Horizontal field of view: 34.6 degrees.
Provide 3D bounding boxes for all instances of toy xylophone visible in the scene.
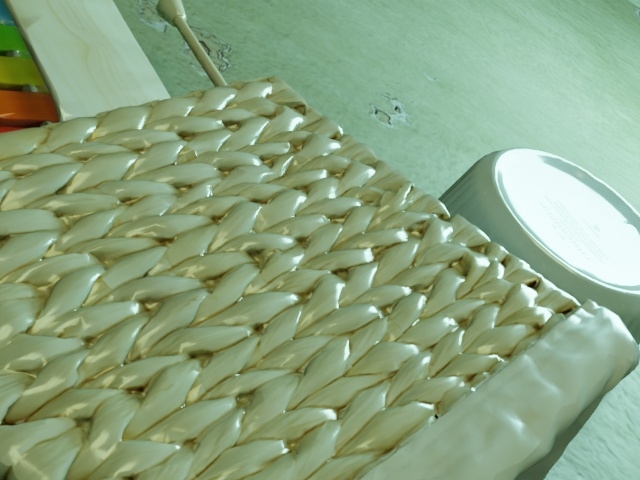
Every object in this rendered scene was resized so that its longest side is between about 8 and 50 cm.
[{"bbox_3d":[-0.212,-0.161,0.970,0.236,0.081,0.322,5,43,-34],"label":"toy xylophone"}]

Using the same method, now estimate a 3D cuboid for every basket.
[{"bbox_3d":[-0.080,0.131,0.508,0.266,0.328,0.331,40,35,18],"label":"basket"}]

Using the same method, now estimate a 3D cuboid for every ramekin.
[{"bbox_3d":[0.233,0.019,1.058,0.273,0.127,0.272,21,36,-17],"label":"ramekin"}]
